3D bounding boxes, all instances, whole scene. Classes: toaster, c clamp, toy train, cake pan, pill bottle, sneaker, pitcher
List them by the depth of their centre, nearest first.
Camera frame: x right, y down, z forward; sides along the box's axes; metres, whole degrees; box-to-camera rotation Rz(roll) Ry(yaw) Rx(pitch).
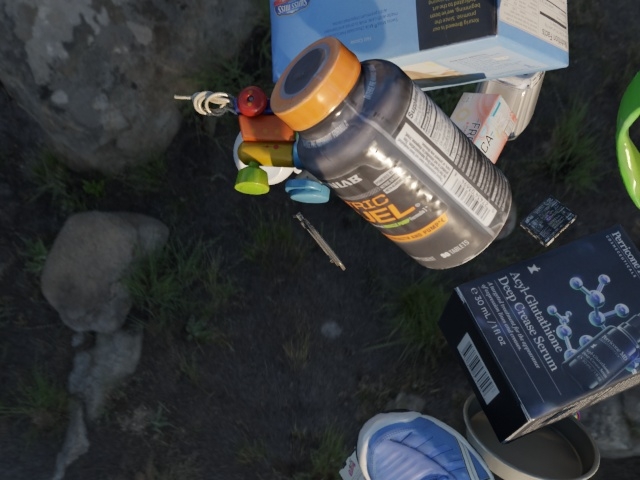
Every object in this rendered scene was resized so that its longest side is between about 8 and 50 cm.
[{"bbox_3d":[0.105,0.203,0.498,0.080,0.081,0.211,-41,92,0],"label":"sneaker"},{"bbox_3d":[0.066,-0.085,0.702,0.246,0.130,0.130,37,69,-30],"label":"pill bottle"},{"bbox_3d":[-0.094,-0.129,1.000,0.248,0.105,0.143,4,76,11],"label":"toy train"},{"bbox_3d":[-0.079,-0.176,1.444,0.178,0.207,0.125,29,114,-7],"label":"pitcher"},{"bbox_3d":[0.390,-0.316,1.511,0.129,0.146,0.227,22,46,17],"label":"toaster"},{"bbox_3d":[0.441,0.425,1.543,0.293,0.293,0.054,16,116,4],"label":"cake pan"},{"bbox_3d":[0.000,0.000,1.567,0.022,0.137,0.160,-39,93,-6],"label":"c clamp"}]

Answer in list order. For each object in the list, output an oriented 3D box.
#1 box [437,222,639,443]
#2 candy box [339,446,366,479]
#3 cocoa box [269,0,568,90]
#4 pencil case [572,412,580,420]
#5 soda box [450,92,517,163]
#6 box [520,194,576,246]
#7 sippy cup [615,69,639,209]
[{"bbox_3d":[0.494,0.190,1.484,0.396,0.212,0.293,-20,65,-13],"label":"box"},{"bbox_3d":[0.143,0.614,1.733,0.071,0.159,0.233,-9,52,-28],"label":"candy box"},{"bbox_3d":[0.128,-0.331,0.979,0.347,0.232,0.227,-1,91,39],"label":"cocoa box"},{"bbox_3d":[0.573,0.404,1.890,0.105,0.104,0.236,-22,34,-9],"label":"pencil case"},{"bbox_3d":[0.186,-0.106,0.953,0.063,0.058,0.183,15,71,48],"label":"soda box"},{"bbox_3d":[0.441,-0.038,1.400,0.083,0.018,0.067,-43,64,-5],"label":"box"},{"bbox_3d":[0.416,-0.088,0.560,0.240,0.305,0.224,-45,122,-10],"label":"sippy cup"}]
